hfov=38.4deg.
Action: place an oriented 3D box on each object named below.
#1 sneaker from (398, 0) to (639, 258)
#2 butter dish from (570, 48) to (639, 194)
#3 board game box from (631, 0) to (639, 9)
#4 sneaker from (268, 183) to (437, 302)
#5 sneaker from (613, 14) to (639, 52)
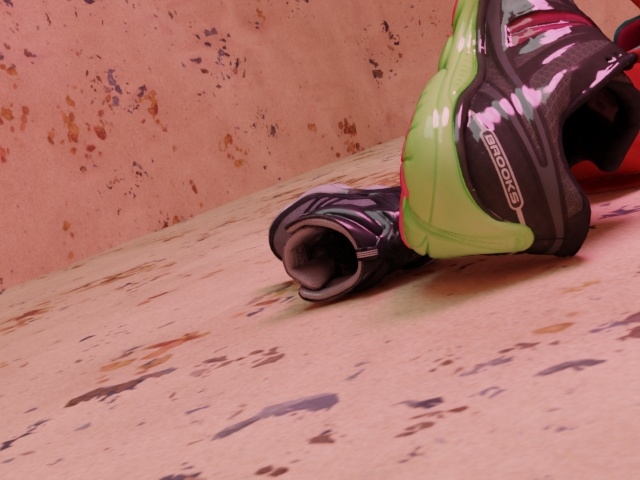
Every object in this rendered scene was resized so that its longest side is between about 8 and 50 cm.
[{"bbox_3d":[0.216,-0.152,0.915,0.202,0.185,0.483,14,52,11],"label":"sneaker"},{"bbox_3d":[0.296,-0.139,1.027,0.118,0.160,0.160,9,-10,-38],"label":"butter dish"},{"bbox_3d":[0.460,-0.249,1.102,0.145,0.281,0.027,-21,-24,-49],"label":"board game box"},{"bbox_3d":[0.000,0.000,0.968,0.153,0.101,0.268,-20,10,-41],"label":"sneaker"},{"bbox_3d":[0.439,-0.200,1.150,0.295,0.178,0.124,-16,8,-14],"label":"sneaker"}]
